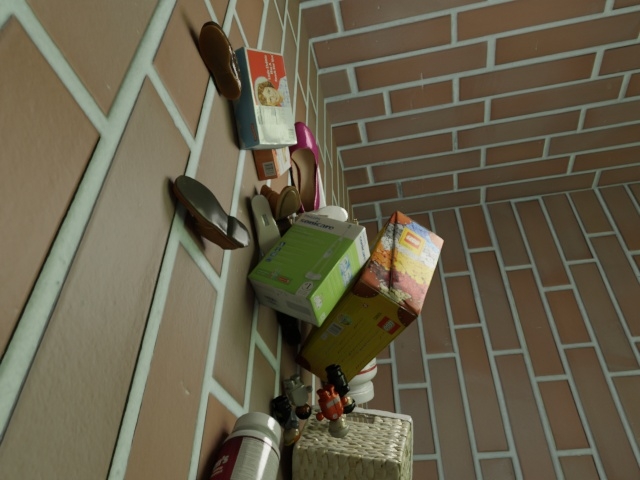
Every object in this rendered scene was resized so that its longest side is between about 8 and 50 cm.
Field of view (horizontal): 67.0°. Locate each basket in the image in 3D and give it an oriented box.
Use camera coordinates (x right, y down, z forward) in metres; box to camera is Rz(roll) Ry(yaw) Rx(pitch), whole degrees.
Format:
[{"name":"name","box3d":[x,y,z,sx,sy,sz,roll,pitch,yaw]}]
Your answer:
[{"name":"basket","box3d":[0.094,0.700,1.413,0.266,0.329,0.330,-26,117,-74]}]

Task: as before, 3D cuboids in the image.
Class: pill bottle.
[{"name":"pill bottle","box3d":[-0.144,0.443,0.920,0.221,0.121,0.121,-76,156,-66]},{"name":"pill bottle","box3d":[0.113,0.464,2.036,0.229,0.229,0.407,-17,99,-80]}]

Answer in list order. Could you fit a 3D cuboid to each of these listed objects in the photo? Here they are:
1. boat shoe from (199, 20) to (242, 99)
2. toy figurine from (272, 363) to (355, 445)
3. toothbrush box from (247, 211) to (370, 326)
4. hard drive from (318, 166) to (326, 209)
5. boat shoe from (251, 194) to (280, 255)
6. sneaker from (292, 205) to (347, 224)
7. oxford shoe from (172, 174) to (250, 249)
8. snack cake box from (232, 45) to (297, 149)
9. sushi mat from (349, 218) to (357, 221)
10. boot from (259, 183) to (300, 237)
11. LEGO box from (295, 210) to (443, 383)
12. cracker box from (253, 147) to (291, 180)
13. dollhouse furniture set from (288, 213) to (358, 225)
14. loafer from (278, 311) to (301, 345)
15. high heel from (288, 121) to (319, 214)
[{"name":"boat shoe","box3d":[-0.247,-0.451,1.198,0.207,0.073,0.073,80,6,-55]},{"name":"toy figurine","box3d":[-0.014,0.469,1.369,0.213,0.210,0.148,-49,121,-77]},{"name":"toothbrush box","box3d":[-0.024,0.069,1.326,0.283,0.206,0.122,-53,143,-33]},{"name":"hard drive","box3d":[-0.032,-0.277,2.172,0.233,0.047,0.352,-123,-159,-75]},{"name":"boat shoe","box3d":[-0.162,-0.042,1.384,0.063,0.066,0.184,-136,-154,-73]},{"name":"sneaker","box3d":[-0.004,-0.090,1.873,0.094,0.213,0.080,-146,-131,-84]},{"name":"oxford shoe","box3d":[-0.233,-0.044,0.976,0.212,0.076,0.076,52,30,-39]},{"name":"snack cake box","box3d":[-0.167,-0.394,1.367,0.152,0.089,0.264,-13,96,-47]},{"name":"sushi mat","box3d":[0.036,0.025,1.875,0.019,0.317,0.151,15,68,-34]},{"name":"boot","box3d":[-0.128,-0.118,1.407,0.152,0.073,0.197,57,-33,33]},{"name":"LEGO box","box3d":[0.154,0.205,1.595,0.500,0.193,0.372,-57,180,43]},{"name":"cracker box","box3d":[-0.157,-0.295,1.574,0.232,0.067,0.155,-71,151,-70]},{"name":"dollhouse furniture set","box3d":[0.000,0.000,1.685,0.262,0.260,0.135,-54,146,-74]},{"name":"loafer","box3d":[-0.103,0.247,1.518,0.061,0.062,0.169,-134,-146,-68]},{"name":"high heel","box3d":[-0.056,-0.271,1.922,0.181,0.127,0.377,-102,-179,-54]}]
